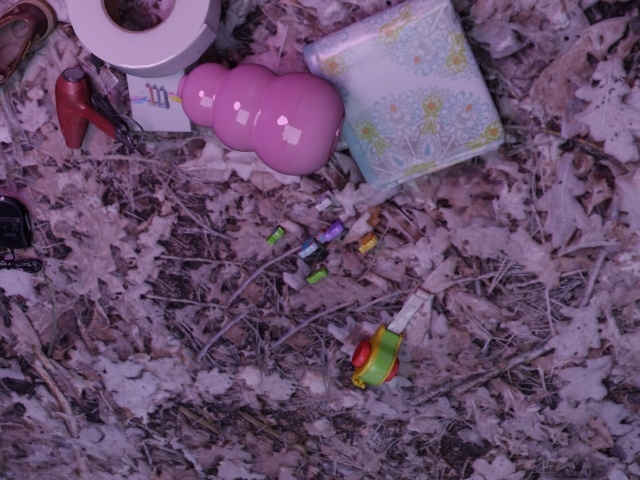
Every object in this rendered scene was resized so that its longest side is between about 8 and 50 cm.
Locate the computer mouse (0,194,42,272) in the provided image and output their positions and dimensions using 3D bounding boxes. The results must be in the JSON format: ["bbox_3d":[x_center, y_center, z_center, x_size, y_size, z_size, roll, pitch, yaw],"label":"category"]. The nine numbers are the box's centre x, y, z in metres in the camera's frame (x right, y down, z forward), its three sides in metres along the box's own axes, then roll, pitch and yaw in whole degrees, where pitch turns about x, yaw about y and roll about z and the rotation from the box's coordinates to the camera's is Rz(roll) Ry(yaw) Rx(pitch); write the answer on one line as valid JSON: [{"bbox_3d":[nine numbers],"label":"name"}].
[{"bbox_3d":[-0.794,-0.025,2.200,0.184,0.060,0.262,-1,135,3],"label":"computer mouse"}]

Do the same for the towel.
[{"bbox_3d":[0.181,-0.301,1.872,0.321,0.090,0.374,-21,118,17],"label":"towel"}]

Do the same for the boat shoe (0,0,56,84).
[{"bbox_3d":[-0.707,-0.385,1.911,0.342,0.123,0.123,-29,115,24],"label":"boat shoe"}]

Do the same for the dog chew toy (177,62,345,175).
[{"bbox_3d":[-0.124,-0.257,1.787,0.332,0.206,0.206,19,124,5],"label":"dog chew toy"}]

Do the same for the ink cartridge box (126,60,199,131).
[{"bbox_3d":[-0.326,-0.332,1.891,0.127,0.128,0.176,3,124,5],"label":"ink cartridge box"}]

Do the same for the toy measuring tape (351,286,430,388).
[{"bbox_3d":[0.169,0.261,2.222,0.121,0.121,0.330,28,122,-11],"label":"toy measuring tape"}]

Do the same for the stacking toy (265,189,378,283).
[{"bbox_3d":[0.000,0.000,2.111,0.221,0.052,0.167,-35,112,27],"label":"stacking toy"}]

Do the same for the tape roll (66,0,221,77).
[{"bbox_3d":[-0.339,-0.463,1.744,0.286,0.100,0.286,0,88,6],"label":"tape roll"}]

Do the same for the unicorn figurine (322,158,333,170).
[{"bbox_3d":[-0.016,-0.231,1.938,0.060,0.162,0.111,-32,134,-1],"label":"unicorn figurine"}]

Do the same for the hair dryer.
[{"bbox_3d":[-0.497,-0.269,1.930,0.293,0.080,0.223,-22,89,54],"label":"hair dryer"}]
